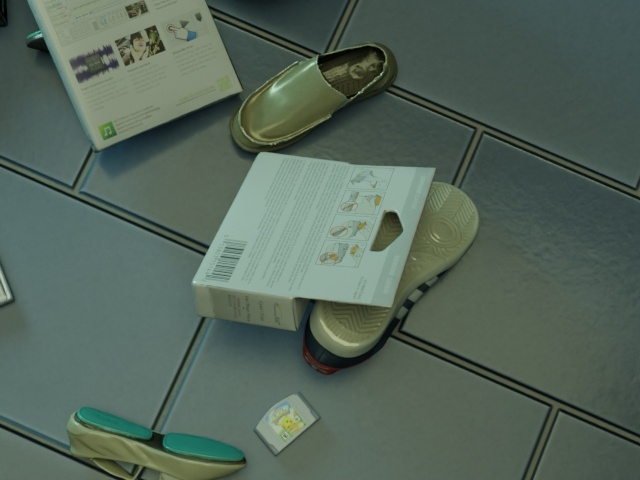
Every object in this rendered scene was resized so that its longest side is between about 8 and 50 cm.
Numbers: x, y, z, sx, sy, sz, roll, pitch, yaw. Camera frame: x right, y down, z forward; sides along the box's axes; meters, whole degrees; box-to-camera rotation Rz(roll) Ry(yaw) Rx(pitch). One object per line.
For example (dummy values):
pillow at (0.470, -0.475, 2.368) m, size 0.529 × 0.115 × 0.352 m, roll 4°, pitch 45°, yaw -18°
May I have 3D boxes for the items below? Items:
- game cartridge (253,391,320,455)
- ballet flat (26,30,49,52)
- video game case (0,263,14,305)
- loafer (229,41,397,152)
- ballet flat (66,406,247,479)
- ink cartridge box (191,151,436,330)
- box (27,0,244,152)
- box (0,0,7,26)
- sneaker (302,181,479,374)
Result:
game cartridge at (-0.049, 0.251, 1.755) m, size 0.083 × 0.017 × 0.056 m, roll -40°, pitch 79°, yaw -10°
ballet flat at (-0.321, -0.299, 1.833) m, size 0.203 × 0.074 × 0.074 m, roll -24°, pitch 80°, yaw -13°
video game case at (-0.545, 0.030, 1.776) m, size 0.173 × 0.022 × 0.190 m, roll -23°, pitch 80°, yaw -7°
loafer at (-0.011, -0.218, 1.816) m, size 0.268 × 0.092 × 0.102 m, roll -30°, pitch 81°, yaw -8°
ballet flat at (-0.225, 0.293, 1.714) m, size 0.248 × 0.086 × 0.086 m, roll 16°, pitch 78°, yaw 2°
ink cartridge box at (0.000, 0.000, 1.675) m, size 0.261 × 0.066 × 0.296 m, roll 7°, pitch 40°, yaw 14°
box at (-0.276, -0.314, 1.784) m, size 0.232 × 0.058 × 0.322 m, roll -24°, pitch 98°, yaw -17°
box at (-0.554, -0.385, 1.835) m, size 0.180 × 0.077 × 0.147 m, roll -6°, pitch 78°, yaw -4°
sneaker at (0.088, 0.053, 1.759) m, size 0.131 × 0.148 × 0.350 m, roll 42°, pitch 55°, yaw 9°
